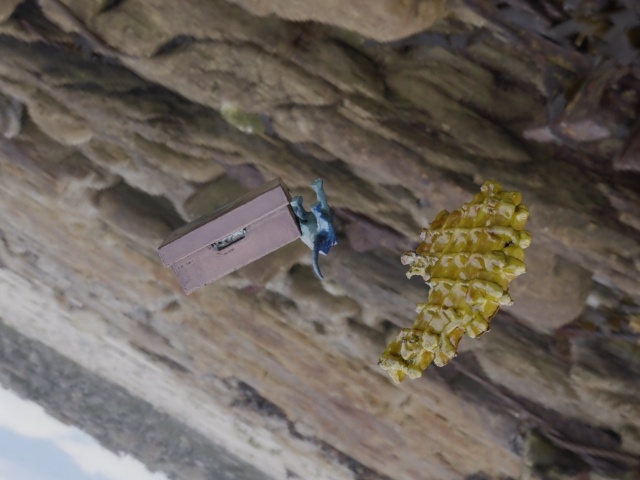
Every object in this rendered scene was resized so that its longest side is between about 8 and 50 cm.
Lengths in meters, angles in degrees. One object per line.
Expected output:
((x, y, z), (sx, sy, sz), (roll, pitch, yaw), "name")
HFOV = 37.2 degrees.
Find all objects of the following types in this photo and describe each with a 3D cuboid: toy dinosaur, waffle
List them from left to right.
((-0.010, -0.030, 1.766), (0.329, 0.076, 0.144), (-71, -40, -79), "toy dinosaur")
((0.184, 0.041, 1.304), (0.069, 0.293, 0.260), (35, 129, -18), "waffle")

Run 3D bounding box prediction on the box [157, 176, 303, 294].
((-0.133, -0.012, 1.487), (0.086, 0.215, 0.215), (62, 180, -9), "box")
